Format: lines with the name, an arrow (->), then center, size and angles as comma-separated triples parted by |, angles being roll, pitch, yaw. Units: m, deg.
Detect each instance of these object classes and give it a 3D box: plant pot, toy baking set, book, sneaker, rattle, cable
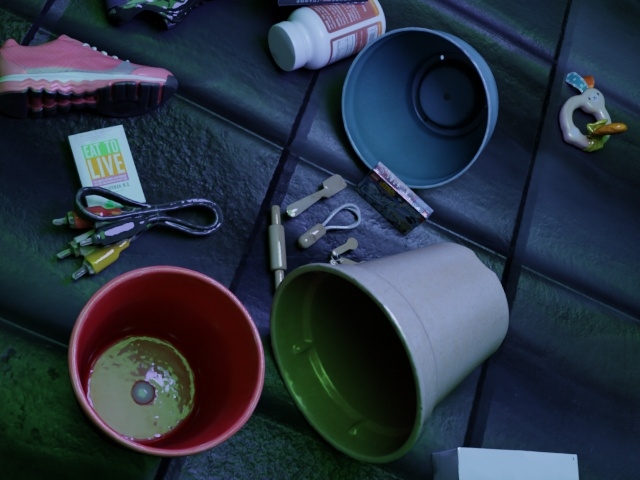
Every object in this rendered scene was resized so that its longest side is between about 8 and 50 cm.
plant pot -> -0.247, 0.202, 1.314 | 0.274, 0.243, 0.275 | 8, 67, -19
toy baking set -> -0.006, 0.001, 1.615 | 0.196, 0.030, 0.256 | 0, 71, -25
book -> -0.367, -0.118, 1.512 | 0.096, 0.035, 0.144 | -15, 79, -24
sneaker -> -0.401, -0.295, 1.517 | 0.313, 0.116, 0.136 | -4, 70, -23
rattle -> 0.596, -0.305, 1.915 | 0.130, 0.143, 0.200 | 15, 70, 4
plant pot -> 0.214, -0.263, 1.683 | 0.293, 0.293, 0.196 | 54, 34, 4
cable -> -0.309, -0.038, 1.492 | 0.287, 0.072, 0.140 | -19, 90, -36
plant pot -> 0.137, 0.151, 1.475 | 0.305, 0.334, 0.334 | -22, 80, -39
sneaker -> -0.265, -0.452, 1.656 | 0.283, 0.107, 0.124 | -7, 88, -20

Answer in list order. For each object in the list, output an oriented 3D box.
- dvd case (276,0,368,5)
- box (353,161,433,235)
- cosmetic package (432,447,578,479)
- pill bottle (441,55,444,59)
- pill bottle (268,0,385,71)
dvd case -> -0.017, -0.539, 1.742 | 0.179, 0.030, 0.239 | -6, 46, -12
box -> 0.136, -0.077, 1.662 | 0.137, 0.094, 0.027 | 43, 61, -3
cosmetic package -> 0.324, 0.403, 1.551 | 0.238, 0.099, 0.061 | 8, 67, -19
pill bottle -> 0.203, -0.381, 1.815 | 0.137, 0.078, 0.078 | -17, 78, -27
pill bottle -> 0.011, -0.406, 1.722 | 0.216, 0.121, 0.121 | -26, 82, -28
